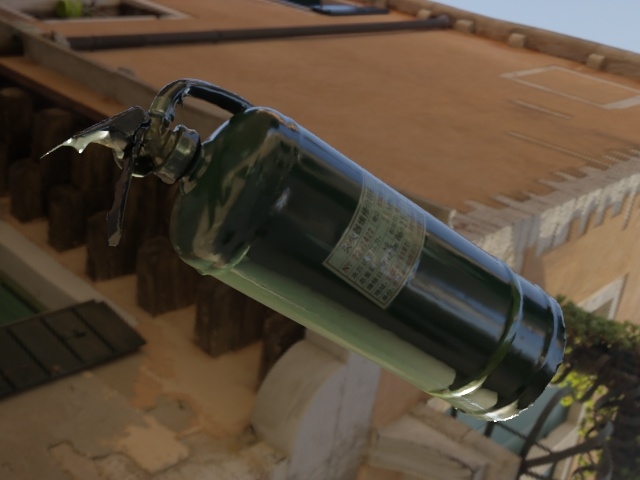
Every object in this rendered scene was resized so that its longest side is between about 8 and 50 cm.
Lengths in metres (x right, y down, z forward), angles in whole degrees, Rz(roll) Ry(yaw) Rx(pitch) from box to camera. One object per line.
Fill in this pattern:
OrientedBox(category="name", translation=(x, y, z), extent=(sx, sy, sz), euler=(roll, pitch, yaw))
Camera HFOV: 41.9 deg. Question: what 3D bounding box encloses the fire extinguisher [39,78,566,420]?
OrientedBox(category="fire extinguisher", translation=(0.000, 0.000, 0.442), extent=(0.093, 0.294, 0.118), euler=(-27, -139, 46))
